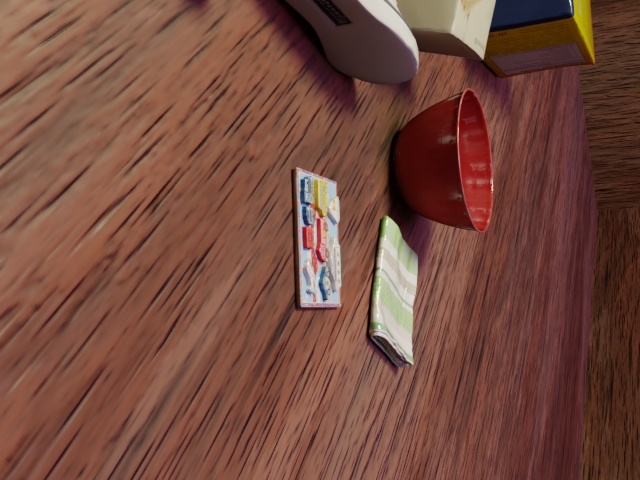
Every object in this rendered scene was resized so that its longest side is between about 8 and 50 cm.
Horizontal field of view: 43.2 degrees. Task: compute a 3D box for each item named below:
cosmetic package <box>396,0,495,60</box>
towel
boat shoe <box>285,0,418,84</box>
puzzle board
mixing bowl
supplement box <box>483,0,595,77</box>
[{"bbox_3d":[0.163,-0.393,0.983,0.160,0.113,0.310,-3,105,-65],"label":"cosmetic package"},{"bbox_3d":[0.091,0.062,0.955,0.113,0.023,0.152,51,41,-53],"label":"towel"},{"bbox_3d":[0.024,-0.242,0.782,0.267,0.096,0.088,30,64,-52],"label":"boat shoe"},{"bbox_3d":[0.000,0.000,0.777,0.096,0.011,0.128,10,78,-65],"label":"puzzle board"},{"bbox_3d":[0.152,-0.096,1.025,0.181,0.098,0.182,-3,90,-66],"label":"mixing bowl"},{"bbox_3d":[0.372,-0.437,1.457,0.356,0.194,0.196,5,82,-66],"label":"supplement box"}]
